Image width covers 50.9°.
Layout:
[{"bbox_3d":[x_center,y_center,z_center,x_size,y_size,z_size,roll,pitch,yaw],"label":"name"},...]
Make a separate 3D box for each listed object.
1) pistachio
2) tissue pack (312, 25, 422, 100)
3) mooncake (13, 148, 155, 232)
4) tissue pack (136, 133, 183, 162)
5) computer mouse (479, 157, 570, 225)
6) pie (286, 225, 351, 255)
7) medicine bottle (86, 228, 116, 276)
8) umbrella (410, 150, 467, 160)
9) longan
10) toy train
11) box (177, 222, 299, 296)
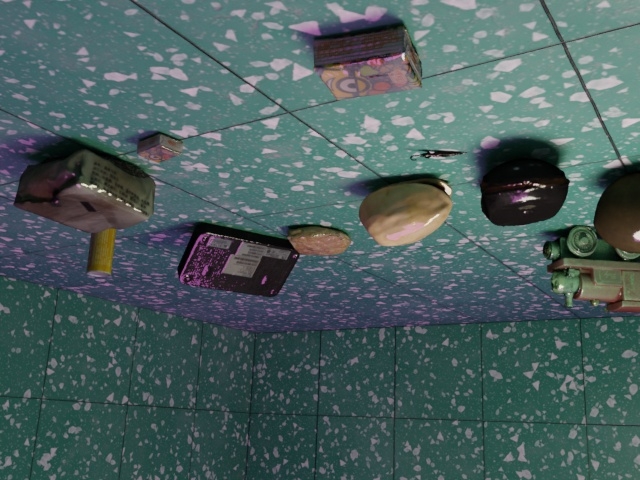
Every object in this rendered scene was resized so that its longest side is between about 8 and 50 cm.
[{"bbox_3d":[0.205,-0.073,1.597,0.229,0.157,0.157,-19,157,24],"label":"pistachio"},{"bbox_3d":[0.074,-0.270,1.038,0.148,0.060,0.108,-3,165,21],"label":"tissue pack"},{"bbox_3d":[-0.538,-0.115,1.552,0.250,0.136,0.254,-10,155,32],"label":"mooncake"},{"bbox_3d":[-0.339,-0.195,1.420,0.083,0.035,0.063,-12,158,38],"label":"tissue pack"},{"bbox_3d":[0.439,-0.107,1.462,0.182,0.116,0.323,-3,171,12],"label":"computer mouse"},{"bbox_3d":[0.000,0.003,2.046,0.185,0.052,0.218,1,163,13],"label":"pie"},{"bbox_3d":[-0.564,-0.017,1.751,0.073,0.218,0.074,1,164,0],"label":"medicine bottle"},{"bbox_3d":[0.247,-0.181,1.414,0.122,0.022,0.013,-7,139,-5],"label":"umbrella"},{"bbox_3d":[0.701,-0.061,1.466,0.198,0.198,0.212,10,178,-25],"label":"longan"},{"bbox_3d":[0.779,0.085,1.898,0.304,0.222,0.150,4,166,-3],"label":"toy train"},{"bbox_3d":[-0.253,0.068,2.097,0.350,0.058,0.211,11,122,-31],"label":"box"}]
